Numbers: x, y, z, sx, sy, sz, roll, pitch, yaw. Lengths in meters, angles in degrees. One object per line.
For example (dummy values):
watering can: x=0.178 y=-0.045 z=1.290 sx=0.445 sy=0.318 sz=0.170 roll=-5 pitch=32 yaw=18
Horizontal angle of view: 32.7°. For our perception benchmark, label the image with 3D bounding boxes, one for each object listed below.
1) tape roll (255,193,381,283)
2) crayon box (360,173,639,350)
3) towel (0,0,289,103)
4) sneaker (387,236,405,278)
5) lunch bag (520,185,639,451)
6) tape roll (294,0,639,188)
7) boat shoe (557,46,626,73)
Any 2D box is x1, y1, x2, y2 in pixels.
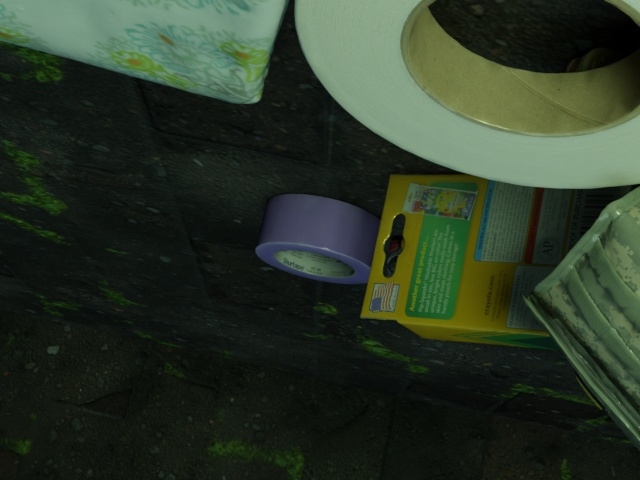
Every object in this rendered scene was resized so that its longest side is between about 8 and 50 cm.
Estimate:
tape roll: x=0.000 y=0.000 z=1.658 sx=0.189 sy=0.080 sz=0.189 roll=12 pitch=163 yaw=4
crayon box: x=0.224 y=0.023 z=1.345 sx=0.323 sy=0.203 sz=0.083 roll=3 pitch=162 yaw=32
towel: x=-0.185 y=-0.235 z=0.956 sx=0.320 sy=0.090 sz=0.374 roll=18 pitch=166 yaw=-5
sneaker: x=0.210 y=0.058 z=1.669 sx=0.225 sy=0.093 sz=0.088 roll=6 pitch=163 yaw=20
lunch bag: x=0.332 y=0.093 z=1.070 sx=0.235 sy=0.169 sz=0.287 roll=53 pitch=151 yaw=16
tape roll: x=0.173 y=-0.169 z=0.867 sx=0.392 sy=0.072 sz=0.392 roll=13 pitch=155 yaw=6
boat shoe: x=0.301 y=-0.126 z=1.046 sx=0.178 sy=0.064 sz=0.060 roll=27 pitch=165 yaw=-23
